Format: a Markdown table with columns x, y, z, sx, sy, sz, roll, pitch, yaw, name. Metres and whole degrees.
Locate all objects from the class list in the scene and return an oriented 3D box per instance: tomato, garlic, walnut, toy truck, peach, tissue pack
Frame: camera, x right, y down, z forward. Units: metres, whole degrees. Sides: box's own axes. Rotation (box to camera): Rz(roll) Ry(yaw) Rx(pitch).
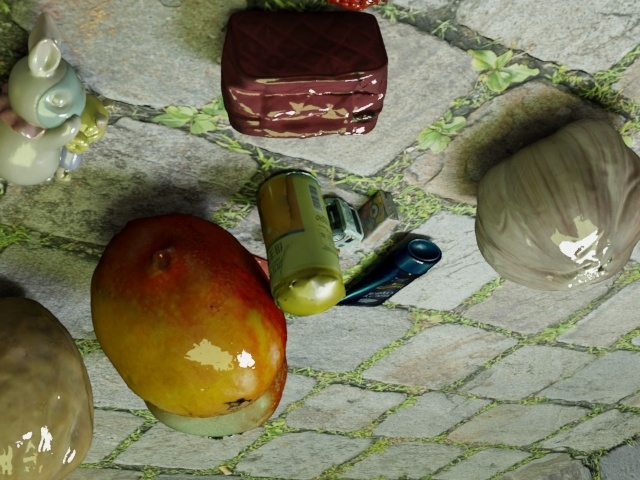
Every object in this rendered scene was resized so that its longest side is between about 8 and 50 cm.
| x | y | z | sx | sy | sz | roll | pitch | yaw | name |
| --- | --- | --- | --- | --- | --- | --- | --- | --- | --- |
| -0.209 | 0.264 | 1.883 | 0.304 | 0.239 | 0.303 | -5 | 149 | -3 | tomato |
| 0.409 | -0.044 | 1.587 | 0.318 | 0.259 | 0.317 | -11 | 153 | -6 | garlic |
| -0.576 | 0.288 | 1.686 | 0.381 | 0.381 | 0.381 | -9 | 148 | -5 | walnut |
| 0.000 | 0.001 | 1.690 | 0.178 | 0.080 | 0.115 | -31 | 149 | 30 | toy truck |
| -0.225 | 0.120 | 1.569 | 0.290 | 0.372 | 0.372 | -32 | 146 | 3 | peach |
| 0.100 | -0.040 | 1.674 | 0.035 | 0.063 | 0.083 | 7 | 145 | -34 | tissue pack |

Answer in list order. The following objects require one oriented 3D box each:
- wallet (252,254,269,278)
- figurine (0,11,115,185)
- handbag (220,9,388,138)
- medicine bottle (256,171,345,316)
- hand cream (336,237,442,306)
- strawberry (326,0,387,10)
| x | y | z | sx | sy | sz | roll | pitch | yaw | name |
| --- | --- | --- | --- | --- | --- | --- | --- | --- | --- |
| -0.164 | 0.054 | 1.775 | 0.103 | 0.020 | 0.196 | -32 | 143 | 31 | wallet |
| -0.355 | -0.179 | 1.246 | 0.155 | 0.127 | 0.235 | 28 | 131 | -21 | figurine |
| -0.022 | -0.222 | 1.268 | 0.225 | 0.146 | 0.135 | -4 | 142 | -12 | handbag |
| -0.035 | 0.011 | 1.544 | 0.124 | 0.238 | 0.124 | -8 | 145 | -5 | medicine bottle |
| 0.134 | 0.077 | 1.890 | 0.120 | 0.061 | 0.270 | 3 | 153 | -31 | hand cream |
| 0.039 | -0.351 | 1.145 | 0.121 | 0.082 | 0.188 | -9 | 151 | 1 | strawberry |
